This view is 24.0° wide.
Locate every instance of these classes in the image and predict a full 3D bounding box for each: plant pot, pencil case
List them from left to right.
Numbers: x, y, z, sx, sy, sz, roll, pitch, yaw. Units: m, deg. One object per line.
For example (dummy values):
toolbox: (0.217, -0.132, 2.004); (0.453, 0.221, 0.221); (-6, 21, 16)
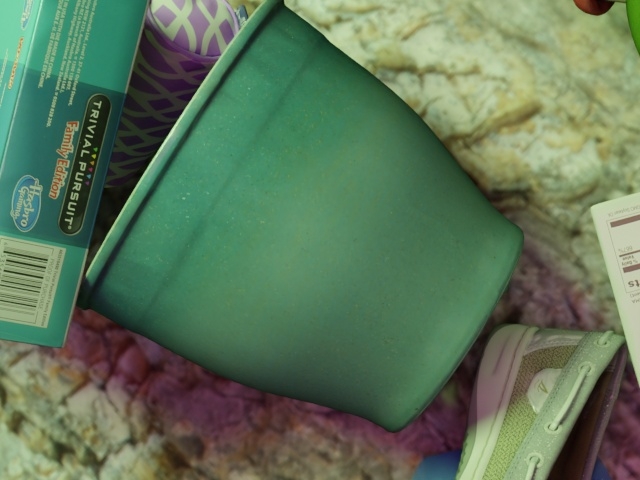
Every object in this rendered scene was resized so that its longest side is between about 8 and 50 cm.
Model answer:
pencil case: (-0.142, -0.125, 1.184); (0.206, 0.086, 0.088); (-43, 59, 43)
plant pot: (0.000, 0.000, 1.113); (0.255, 0.271, 0.272); (32, 95, -2)

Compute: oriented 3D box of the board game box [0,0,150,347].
board game box: (-0.252, -0.082, 1.142); (0.079, 0.336, 0.254); (13, 94, -30)

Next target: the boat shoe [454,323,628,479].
boat shoe: (0.154, 0.199, 1.073); (0.103, 0.118, 0.320); (-3, 50, 24)

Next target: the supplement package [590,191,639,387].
supplement package: (0.338, 0.017, 1.053); (0.261, 0.204, 0.145); (-15, 83, 12)

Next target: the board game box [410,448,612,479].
board game box: (0.148, 0.222, 1.161); (0.168, 0.033, 0.133); (-16, 61, 11)

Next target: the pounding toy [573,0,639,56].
pounding toy: (0.265, -0.224, 1.116); (0.110, 0.183, 0.237); (18, 92, 39)
